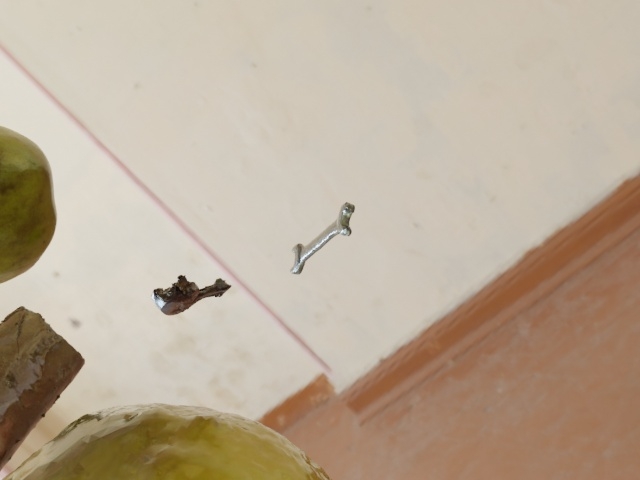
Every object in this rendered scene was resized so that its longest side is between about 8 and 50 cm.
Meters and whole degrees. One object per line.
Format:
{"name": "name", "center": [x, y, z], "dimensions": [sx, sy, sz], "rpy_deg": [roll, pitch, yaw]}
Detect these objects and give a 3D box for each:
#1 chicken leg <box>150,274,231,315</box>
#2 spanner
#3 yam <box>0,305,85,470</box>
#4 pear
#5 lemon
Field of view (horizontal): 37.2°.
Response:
{"name": "chicken leg", "center": [-0.250, 0.101, 1.793], "dimensions": [0.105, 0.051, 0.253], "rpy_deg": [-28, -7, 14]}
{"name": "spanner", "center": [0.000, 0.000, 1.500], "dimensions": [0.254, 0.015, 0.054], "rpy_deg": [140, 135, -62]}
{"name": "yam", "center": [-0.405, 0.198, 1.193], "dimensions": [0.128, 0.129, 0.238], "rpy_deg": [-28, 20, 54]}
{"name": "pear", "center": [-0.605, -0.054, 1.600], "dimensions": [0.287, 0.287, 0.375], "rpy_deg": [-40, -4, 19]}
{"name": "lemon", "center": [-0.097, 0.239, 0.628], "dimensions": [0.268, 0.268, 0.321], "rpy_deg": [-52, 22, -26]}
